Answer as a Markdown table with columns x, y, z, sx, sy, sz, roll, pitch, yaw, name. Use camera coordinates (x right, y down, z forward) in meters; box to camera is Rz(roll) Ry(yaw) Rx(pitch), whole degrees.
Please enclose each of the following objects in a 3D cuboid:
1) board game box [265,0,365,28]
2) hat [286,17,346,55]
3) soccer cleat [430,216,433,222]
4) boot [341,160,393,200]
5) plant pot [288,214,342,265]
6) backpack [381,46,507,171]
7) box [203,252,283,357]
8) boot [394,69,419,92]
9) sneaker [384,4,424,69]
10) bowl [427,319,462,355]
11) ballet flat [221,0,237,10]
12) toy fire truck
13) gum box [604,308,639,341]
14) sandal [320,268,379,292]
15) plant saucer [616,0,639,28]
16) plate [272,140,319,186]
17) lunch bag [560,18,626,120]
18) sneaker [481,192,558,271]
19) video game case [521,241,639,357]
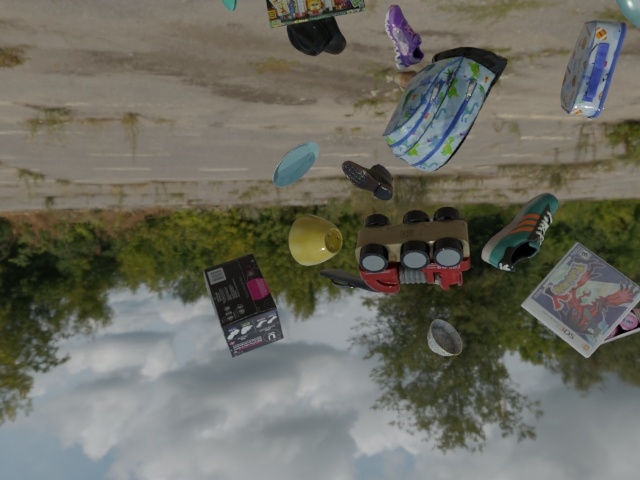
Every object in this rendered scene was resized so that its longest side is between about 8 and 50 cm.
| x | y | z | sx | sy | sz | roll | pitch | yaw | name |
| --- | --- | --- | --- | --- | --- | --- | --- | --- | --- |
| -0.020 | -0.663 | 1.394 | 0.260 | 0.136 | 0.030 | -11 | 177 | 1 | board game box |
| -0.059 | -0.861 | 2.140 | 0.331 | 0.134 | 0.331 | 37 | 169 | 8 | hat |
| 0.304 | -0.011 | 1.520 | 0.248 | 0.095 | 0.083 | -13 | 133 | 44 | soccer cleat |
| 0.177 | -0.241 | 1.898 | 0.219 | 0.106 | 0.082 | 34 | 134 | -14 | boot |
| 0.000 | 0.000 | 1.325 | 0.095 | 0.134 | 0.134 | 2 | -176 | 45 | plant pot |
| 0.345 | -0.382 | 1.537 | 0.274 | 0.355 | 0.290 | 13 | -173 | -18 | backpack |
| -0.225 | 0.184 | 1.497 | 0.163 | 0.142 | 0.247 | -19 | -138 | -12 | box |
| 0.394 | -0.555 | 1.873 | 0.207 | 0.090 | 0.248 | 21 | -161 | 22 | boot |
| 0.305 | -0.720 | 1.832 | 0.105 | 0.236 | 0.095 | 13 | -126 | 40 | sneaker |
| 0.512 | 0.429 | 2.210 | 0.170 | 0.170 | 0.080 | -3 | 145 | -42 | bowl |
| -0.307 | -0.844 | 1.619 | 0.087 | 0.247 | 0.083 | 0 | -179 | -32 | ballet flat |
| 0.203 | 0.052 | 1.089 | 0.217 | 0.246 | 0.158 | -5 | -138 | 16 | toy fire truck |
| 0.926 | 0.279 | 1.641 | 0.107 | 0.062 | 0.188 | 6 | 148 | -43 | gum box |
| 0.099 | 0.147 | 1.795 | 0.255 | 0.054 | 0.097 | 16 | -168 | 34 | sandal |
| 0.890 | -0.708 | 1.336 | 0.318 | 0.317 | 0.044 | -3 | -171 | -16 | plant saucer |
| -0.082 | -0.244 | 1.628 | 0.188 | 0.024 | 0.188 | -37 | 160 | -16 | plate |
| 0.856 | -0.535 | 1.636 | 0.115 | 0.303 | 0.243 | 10 | -157 | 10 | lunch bag |
| 0.640 | -0.018 | 1.584 | 0.121 | 0.302 | 0.108 | 39 | 170 | 46 | sneaker |
| 0.607 | 0.135 | 1.205 | 0.183 | 0.201 | 0.023 | 41 | -179 | 18 | video game case |
